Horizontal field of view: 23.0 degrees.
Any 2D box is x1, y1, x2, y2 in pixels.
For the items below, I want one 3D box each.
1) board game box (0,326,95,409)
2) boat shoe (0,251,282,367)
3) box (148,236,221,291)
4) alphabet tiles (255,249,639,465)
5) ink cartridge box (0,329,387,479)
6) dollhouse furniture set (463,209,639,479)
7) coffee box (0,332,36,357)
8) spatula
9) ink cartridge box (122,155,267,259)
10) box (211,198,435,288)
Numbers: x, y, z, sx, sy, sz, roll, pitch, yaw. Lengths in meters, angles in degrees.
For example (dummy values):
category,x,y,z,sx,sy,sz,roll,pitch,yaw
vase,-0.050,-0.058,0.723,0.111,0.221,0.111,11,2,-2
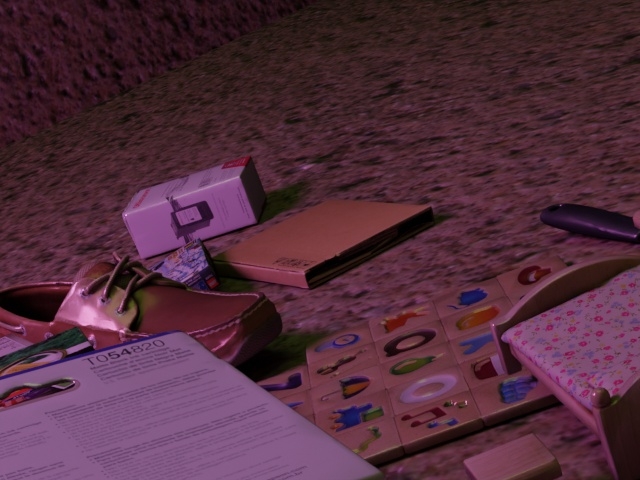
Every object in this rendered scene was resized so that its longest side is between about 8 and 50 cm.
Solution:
category,x,y,z,sx,sy,sz,roll,pitch,yaw
board game box,-0.251,0.121,0.928,0.259,0.030,0.136,-21,12,-13
boat shoe,-0.182,0.075,1.398,0.324,0.116,0.123,-10,18,33
box,-0.152,0.045,1.612,0.094,0.027,0.137,-33,15,0
alphabet tiles,0.103,0.088,1.197,0.342,0.011,0.285,-19,14,1
ink cartridge box,-0.115,0.123,0.777,0.223,0.045,0.224,-14,23,-26
dollhouse furniture set,0.203,-0.009,1.042,0.355,0.174,0.303,-22,20,-9
coffee box,-0.192,0.157,1.072,0.098,0.141,0.246,-26,15,-23
spatula,0.281,-0.012,1.285,0.084,0.030,0.296,-31,18,-28
ink cartridge box,-0.149,-0.040,1.883,0.150,0.063,0.109,-18,15,10
box,0.000,0.000,1.627,0.164,0.021,0.201,-27,16,-27
